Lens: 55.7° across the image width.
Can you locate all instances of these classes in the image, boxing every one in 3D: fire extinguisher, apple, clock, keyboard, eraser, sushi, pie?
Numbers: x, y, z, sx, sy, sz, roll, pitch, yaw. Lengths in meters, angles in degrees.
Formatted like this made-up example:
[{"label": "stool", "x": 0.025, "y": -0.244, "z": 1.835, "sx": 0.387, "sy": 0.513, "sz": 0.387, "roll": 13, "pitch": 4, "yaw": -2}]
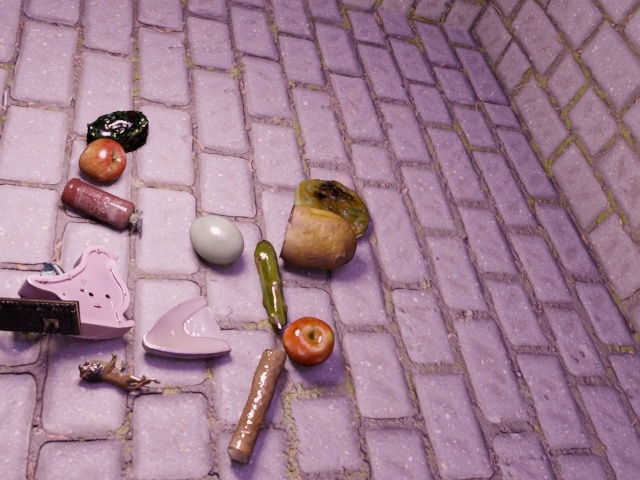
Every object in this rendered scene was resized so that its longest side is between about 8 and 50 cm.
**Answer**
[{"label": "fire extinguisher", "x": -0.690, "y": -0.102, "z": 1.957, "sx": 0.269, "sy": 0.104, "sz": 0.104, "roll": 24, "pitch": 47, "yaw": -5}, {"label": "apple", "x": -0.735, "y": -0.266, "z": 2.039, "sx": 0.131, "sy": 0.146, "sz": 0.146, "roll": -8, "pitch": 40, "yaw": 27}, {"label": "clock", "x": -0.687, "y": 0.135, "z": 1.698, "sx": 0.290, "sy": 0.080, "sz": 0.275, "roll": 15, "pitch": 45, "yaw": -44}, {"label": "keyboard", "x": -0.766, "y": 0.193, "z": 1.575, "sx": 0.317, "sy": 0.106, "sz": 0.027, "roll": 0, "pitch": 12, "yaw": 15}, {"label": "apple", "x": -0.038, "y": 0.314, "z": 1.876, "sx": 0.164, "sy": 0.139, "sz": 0.163, "roll": 8, "pitch": 63, "yaw": -15}, {"label": "eraser", "x": -0.410, "y": 0.277, "z": 1.785, "sx": 0.243, "sy": 0.059, "sz": 0.204, "roll": -12, "pitch": 59, "yaw": -36}, {"label": "sushi", "x": -0.720, "y": -0.387, "z": 2.155, "sx": 0.225, "sy": 0.127, "sz": 0.124, "roll": -30, "pitch": 69, "yaw": -37}, {"label": "pie", "x": 0.047, "y": -0.134, "z": 2.331, "sx": 0.323, "sy": 0.070, "sz": 0.323, "roll": 13, "pitch": 47, "yaw": -15}]

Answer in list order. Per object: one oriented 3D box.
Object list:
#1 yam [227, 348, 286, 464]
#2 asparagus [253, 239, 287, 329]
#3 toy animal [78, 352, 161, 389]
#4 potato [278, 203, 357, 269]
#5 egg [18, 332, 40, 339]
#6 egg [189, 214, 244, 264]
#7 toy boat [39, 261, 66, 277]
[{"label": "yam", "x": -0.181, "y": 0.462, "z": 1.724, "sx": 0.081, "sy": 0.081, "sz": 0.356, "roll": 25, "pitch": 45, "yaw": -4}, {"label": "asparagus", "x": -0.159, "y": 0.153, "z": 1.989, "sx": 0.082, "sy": 0.085, "sz": 0.343, "roll": -2, "pitch": 55, "yaw": -21}, {"label": "toy animal", "x": -0.543, "y": 0.359, "z": 1.656, "sx": 0.220, "sy": 0.069, "sz": 0.086, "roll": 14, "pitch": 69, "yaw": -7}, {"label": "potato", "x": 0.000, "y": 0.000, "z": 2.103, "sx": 0.266, "sy": 0.229, "sz": 0.229, "roll": 14, "pitch": 48, "yaw": -9}, {"label": "egg", "x": -0.785, "y": 0.216, "z": 1.648, "sx": 0.085, "sy": 0.085, "sz": 0.110, "roll": 14, "pitch": 53, "yaw": -13}, {"label": "egg", "x": -0.341, "y": -0.003, "z": 1.989, "sx": 0.192, "sy": 0.149, "sz": 0.149, "roll": 32, "pitch": 46, "yaw": 11}, {"label": "toy boat", "x": -0.772, "y": 0.114, "z": 1.755, "sx": 0.066, "sy": 0.059, "sz": 0.140, "roll": -8, "pitch": 53, "yaw": -52}]
